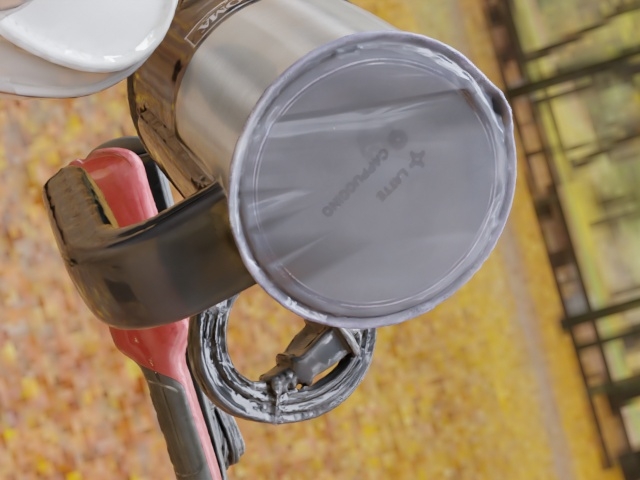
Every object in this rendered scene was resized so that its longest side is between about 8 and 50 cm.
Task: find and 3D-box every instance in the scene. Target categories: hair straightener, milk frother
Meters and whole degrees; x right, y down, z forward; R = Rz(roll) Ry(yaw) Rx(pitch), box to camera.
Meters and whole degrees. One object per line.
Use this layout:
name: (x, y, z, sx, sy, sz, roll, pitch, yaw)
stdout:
hair straightener: (-0.062, 0.057, 0.957, 0.089, 0.047, 0.230, -62, 131, -74)
milk frother: (0.000, 0.000, 0.598, 0.143, 0.129, 0.135, 44, 1, -24)

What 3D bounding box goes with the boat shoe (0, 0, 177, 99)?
boat shoe: (-0.084, -0.097, 0.469, 0.096, 0.088, 0.267, -58, 154, -12)
